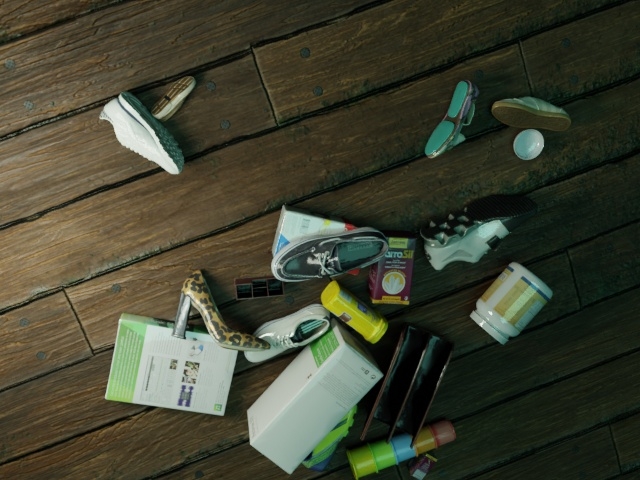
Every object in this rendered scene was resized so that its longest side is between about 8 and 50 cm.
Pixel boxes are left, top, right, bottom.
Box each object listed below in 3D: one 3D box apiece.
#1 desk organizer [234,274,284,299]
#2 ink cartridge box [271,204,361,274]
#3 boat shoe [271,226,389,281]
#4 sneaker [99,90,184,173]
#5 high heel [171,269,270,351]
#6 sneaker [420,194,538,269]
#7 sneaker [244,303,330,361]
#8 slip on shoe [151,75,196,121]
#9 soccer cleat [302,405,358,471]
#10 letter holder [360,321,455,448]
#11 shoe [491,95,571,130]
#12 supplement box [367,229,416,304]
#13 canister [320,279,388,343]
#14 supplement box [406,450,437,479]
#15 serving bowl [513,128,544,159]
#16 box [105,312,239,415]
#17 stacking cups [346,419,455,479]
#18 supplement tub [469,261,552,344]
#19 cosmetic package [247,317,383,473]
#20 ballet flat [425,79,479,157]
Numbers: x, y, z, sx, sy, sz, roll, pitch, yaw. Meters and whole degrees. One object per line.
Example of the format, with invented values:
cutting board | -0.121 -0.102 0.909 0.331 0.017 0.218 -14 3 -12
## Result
desk organizer | -0.162 0.124 1.812 0.130 0.050 0.047 -5 105 -8
ink cartridge box | 0.000 0.000 1.791 0.231 0.078 0.134 13 102 -12
boat shoe | 0.026 0.044 1.711 0.301 0.102 0.108 -12 107 -5
sneaker | -0.430 -0.248 1.666 0.095 0.090 0.235 -36 104 15
high heel | -0.242 0.185 1.773 0.261 0.093 0.186 13 76 -6
sneaker | 0.432 -0.019 1.849 0.330 0.122 0.146 -19 124 -5
sneaker | -0.091 0.253 1.834 0.258 0.091 0.094 -31 107 0
slip on shoe | -0.353 -0.344 1.668 0.135 0.051 0.041 -47 146 -4
soccer cleat | 0.020 0.519 1.922 0.121 0.093 0.289 21 100 -7
letter holder | 0.235 0.405 1.842 0.152 0.214 0.302 22 100 9
shoe | 0.556 -0.340 1.809 0.219 0.076 0.058 10 59 -9
supplement box | 0.191 0.071 1.839 0.104 0.081 0.188 3 104 -10
canister | 0.088 0.189 1.831 0.170 0.126 0.073 38 96 -14
supplement box | 0.300 0.659 2.021 0.043 0.055 0.083 33 98 -16
serving bowl | 0.557 -0.261 1.837 0.083 0.027 0.083 -3 112 -7
box | -0.393 0.334 1.828 0.322 0.058 0.232 12 102 -13
stacking cups | 0.236 0.603 1.987 0.316 0.096 0.096 -16 106 -9
supplement tub | 0.525 0.174 1.886 0.144 0.144 0.200 39 96 -16
cosmetic package | -0.021 0.414 1.835 0.155 0.197 0.365 42 93 -16
ballet flat | 0.354 -0.306 1.779 0.079 0.077 0.221 19 101 -33
